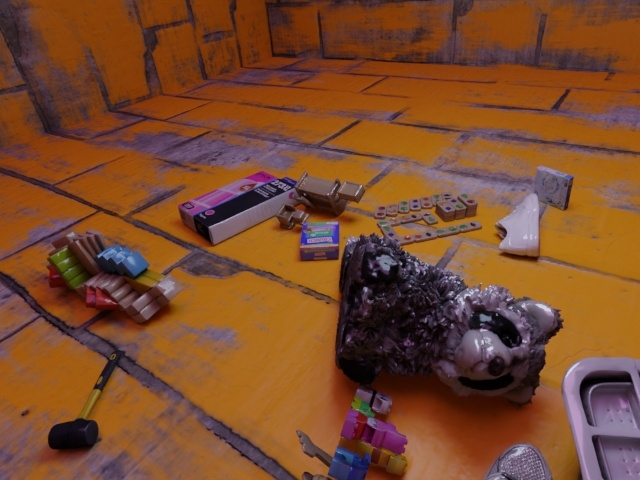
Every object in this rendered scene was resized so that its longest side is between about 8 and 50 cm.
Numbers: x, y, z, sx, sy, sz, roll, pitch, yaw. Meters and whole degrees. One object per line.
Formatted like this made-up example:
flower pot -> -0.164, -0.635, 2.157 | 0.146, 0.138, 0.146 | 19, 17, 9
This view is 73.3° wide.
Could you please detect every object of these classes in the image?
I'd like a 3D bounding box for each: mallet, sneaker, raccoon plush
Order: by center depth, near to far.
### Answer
sneaker -> 0.206, 0.315, 0.468 | 0.088, 0.092, 0.225 | 17, 39, 31
mallet -> -0.363, 0.255, 0.709 | 0.063, 0.039, 0.189 | -3, 30, 8
raccoon plush -> 0.193, 0.085, 0.740 | 0.300, 0.216, 0.446 | 11, 28, -2
sneaker -> 0.453, -0.043, 0.991 | 0.094, 0.080, 0.212 | -2, 33, 28

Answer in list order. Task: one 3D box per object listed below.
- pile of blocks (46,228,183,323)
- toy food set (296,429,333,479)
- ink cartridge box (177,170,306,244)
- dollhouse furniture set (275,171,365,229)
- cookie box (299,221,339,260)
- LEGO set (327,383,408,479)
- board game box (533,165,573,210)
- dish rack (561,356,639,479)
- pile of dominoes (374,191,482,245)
pile of blocks -> -0.465, 0.074, 0.891 | 0.363, 0.148, 0.112 | 11, 37, 24
toy food set -> 0.014, 0.319, 0.468 | 0.039, 0.132, 0.192 | -30, 43, 0
ink cartridge box -> -0.192, -0.115, 1.215 | 0.371, 0.069, 0.176 | -28, 39, -33
dollhouse furniture set -> 0.008, -0.072, 1.118 | 0.182, 0.101, 0.160 | 18, 65, 31
cookie box -> 0.000, 0.000, 1.023 | 0.092, 0.040, 0.107 | -3, 34, 4
LEGO set -> 0.074, 0.260, 0.556 | 0.093, 0.086, 0.227 | 19, -5, 11
board game box -> 0.583, -0.133, 1.082 | 0.020, 0.090, 0.090 | -26, 38, -20
dish rack -> 0.447, 0.275, 0.454 | 0.333, 0.072, 0.285 | -1, 53, 8
pile of dominoes -> 0.264, -0.073, 1.092 | 0.252, 0.040, 0.196 | -11, 34, -9
